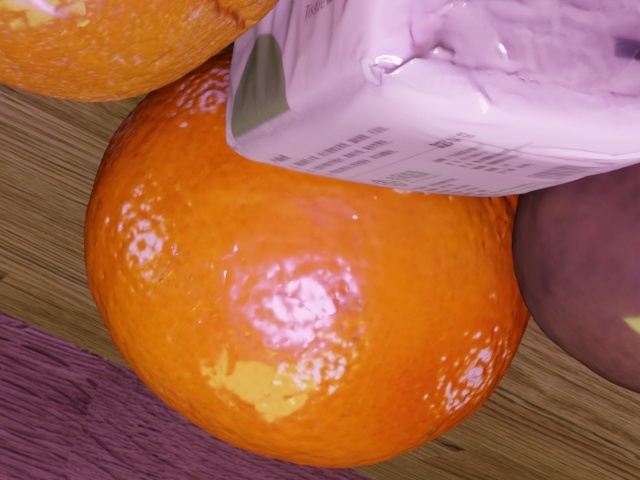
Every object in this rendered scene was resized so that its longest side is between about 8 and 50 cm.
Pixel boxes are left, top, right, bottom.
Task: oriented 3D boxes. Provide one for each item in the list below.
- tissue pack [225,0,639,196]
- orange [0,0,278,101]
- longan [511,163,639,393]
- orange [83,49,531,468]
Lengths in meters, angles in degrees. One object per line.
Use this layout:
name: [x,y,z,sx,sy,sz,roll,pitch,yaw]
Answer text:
tissue pack: [0.104,-0.147,1.362,0.266,0.193,0.356,8,173,-19]
orange: [-0.152,-0.254,1.250,0.322,0.322,0.357,14,178,18]
longan: [0.310,-0.001,1.539,0.297,0.297,0.297,18,161,6]
orange: [0.000,0.000,1.685,0.424,0.424,0.326,25,125,-13]
